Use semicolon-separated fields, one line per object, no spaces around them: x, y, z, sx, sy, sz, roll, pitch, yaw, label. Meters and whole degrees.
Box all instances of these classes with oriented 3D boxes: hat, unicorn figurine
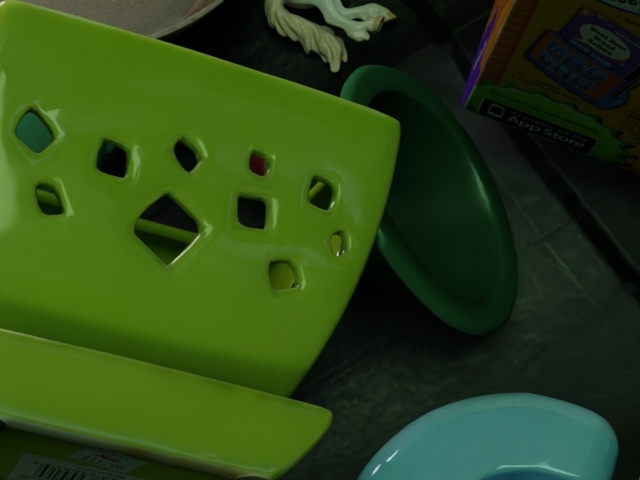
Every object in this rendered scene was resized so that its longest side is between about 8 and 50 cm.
0.000;0.000;1.238;0.183;0.173;0.208;-29;44;29;hat
0.014;-0.201;1.308;0.111;0.060;0.162;27;74;13;unicorn figurine

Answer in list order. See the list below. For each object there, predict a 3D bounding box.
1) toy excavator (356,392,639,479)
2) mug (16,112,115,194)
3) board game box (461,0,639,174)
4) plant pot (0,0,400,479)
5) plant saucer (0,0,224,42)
0.172;0.168;1.094;0.433;0.222;0.445;16;63;9;toy excavator
-0.190;-0.051;1.228;0.158;0.129;0.097;19;100;22;mug
0.325;-0.227;1.103;0.357;0.356;0.356;21;72;0;board game box
-0.107;0.035;1.051;0.228;0.227;0.207;15;64;-16;plant pot
-0.192;-0.207;1.282;0.311;0.050;0.310;5;45;-5;plant saucer
